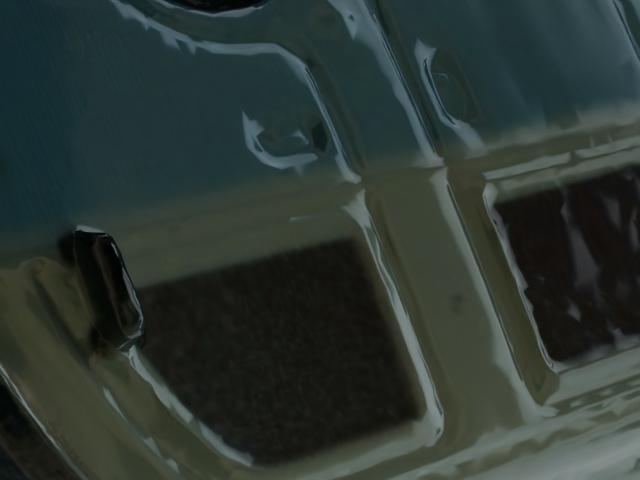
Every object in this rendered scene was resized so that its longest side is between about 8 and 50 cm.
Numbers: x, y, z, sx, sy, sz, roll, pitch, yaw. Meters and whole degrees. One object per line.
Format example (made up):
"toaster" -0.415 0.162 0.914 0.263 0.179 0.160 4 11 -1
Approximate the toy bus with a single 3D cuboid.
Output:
"toy bus" 0.000 0.000 0.421 0.271 0.133 0.165 -13 -106 -40
